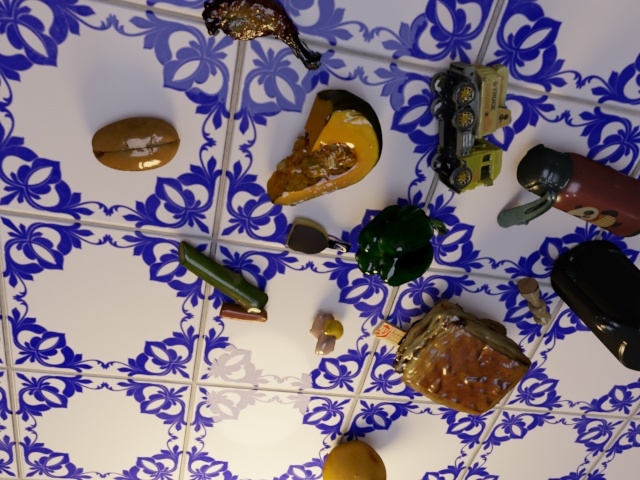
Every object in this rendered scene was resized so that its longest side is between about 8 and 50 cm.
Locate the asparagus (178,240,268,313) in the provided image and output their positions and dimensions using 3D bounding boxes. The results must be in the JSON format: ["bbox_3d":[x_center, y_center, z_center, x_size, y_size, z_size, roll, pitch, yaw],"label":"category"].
[{"bbox_3d":[-0.248,0.097,1.331,0.277,0.060,0.067,35,122,-24],"label":"asparagus"}]

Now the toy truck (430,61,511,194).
[{"bbox_3d":[0.333,-0.249,1.150,0.157,0.124,0.272,-12,120,-11],"label":"toy truck"}]

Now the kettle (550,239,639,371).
[{"bbox_3d":[0.739,0.143,1.329,0.203,0.308,0.262,-34,120,13],"label":"kettle"}]

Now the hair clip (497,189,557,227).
[{"bbox_3d":[0.492,-0.079,1.215,0.083,0.275,0.048,-5,79,-1],"label":"hair clip"}]

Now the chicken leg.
[{"bbox_3d":[-0.105,-0.413,1.035,0.253,0.051,0.106,18,124,-18],"label":"chicken leg"}]

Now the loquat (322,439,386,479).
[{"bbox_3d":[0.109,0.750,1.699,0.207,0.208,0.208,-3,122,-5],"label":"loquat"}]

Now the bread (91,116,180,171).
[{"bbox_3d":[-0.394,-0.200,1.121,0.189,0.077,0.114,-10,127,-4],"label":"bread"}]

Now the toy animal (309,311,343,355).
[{"bbox_3d":[0.012,0.254,1.456,0.091,0.082,0.115,-7,115,-54],"label":"toy animal"}]

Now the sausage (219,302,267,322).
[{"bbox_3d":[-0.203,0.194,1.409,0.131,0.039,0.041,10,113,-14],"label":"sausage"}]

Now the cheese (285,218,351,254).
[{"bbox_3d":[0.000,0.000,1.313,0.162,0.036,0.086,16,116,-16],"label":"cheese"}]

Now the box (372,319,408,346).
[{"bbox_3d":[0.201,0.267,1.516,0.093,0.015,0.058,29,116,-23],"label":"box"}]

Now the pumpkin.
[{"bbox_3d":[-0.006,-0.204,1.125,0.280,0.139,0.190,-18,126,1],"label":"pumpkin"}]

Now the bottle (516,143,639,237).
[{"bbox_3d":[0.622,-0.124,1.253,0.335,0.144,0.144,19,118,-14],"label":"bottle"}]

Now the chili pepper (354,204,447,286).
[{"bbox_3d":[0.200,0.000,1.269,0.165,0.261,0.174,3,113,40],"label":"chili pepper"}]

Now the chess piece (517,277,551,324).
[{"bbox_3d":[0.607,0.181,1.486,0.060,0.060,0.172,-28,123,11],"label":"chess piece"}]

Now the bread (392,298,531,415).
[{"bbox_3d":[0.387,0.319,1.482,0.324,0.167,0.278,28,116,-12],"label":"bread"}]
